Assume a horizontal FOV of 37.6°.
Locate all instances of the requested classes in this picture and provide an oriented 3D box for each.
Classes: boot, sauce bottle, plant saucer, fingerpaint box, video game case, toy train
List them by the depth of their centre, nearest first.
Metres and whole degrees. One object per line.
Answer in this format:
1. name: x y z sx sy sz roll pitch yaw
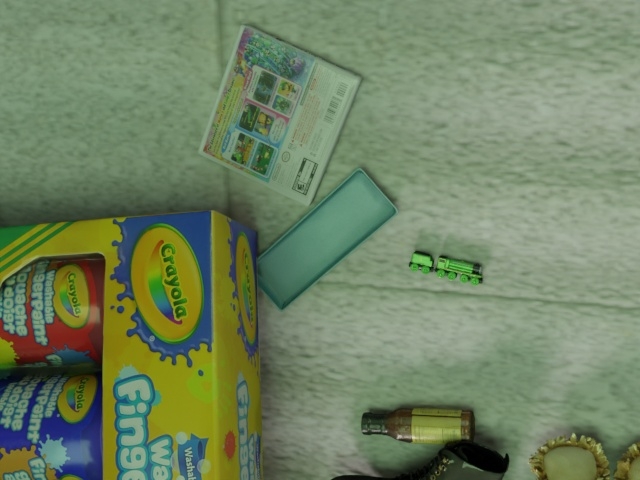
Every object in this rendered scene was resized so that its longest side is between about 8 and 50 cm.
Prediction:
1. fingerpaint box: -0.257 0.207 1.013 0.371 0.163 0.444 -4 81 13
2. toy train: 0.137 0.029 1.023 0.083 0.017 0.023 12 100 13
3. video game case: -0.047 -0.136 1.028 0.143 0.019 0.157 26 114 8
4. plant saucer: 0.000 0.000 1.057 0.192 0.018 0.067 -41 92 25
5. boot: 0.108 0.268 1.065 0.198 0.077 0.137 9 124 1
6. sauce bottle: 0.111 0.211 1.077 0.128 0.042 0.042 0 107 20

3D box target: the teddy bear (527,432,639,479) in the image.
1. teddy bear: 0.311 0.371 1.040 0.245 0.113 0.337 -14 98 9
